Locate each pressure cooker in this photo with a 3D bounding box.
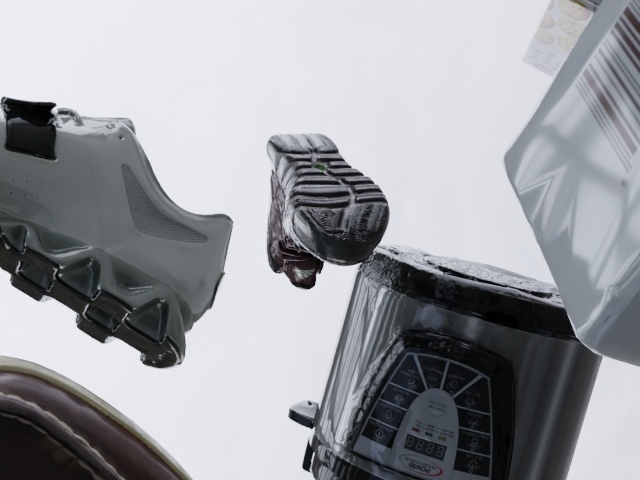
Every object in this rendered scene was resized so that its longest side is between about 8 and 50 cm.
[{"bbox_3d":[0.184,0.243,1.498,0.376,0.370,0.420,12,-82,-28],"label":"pressure cooker"}]

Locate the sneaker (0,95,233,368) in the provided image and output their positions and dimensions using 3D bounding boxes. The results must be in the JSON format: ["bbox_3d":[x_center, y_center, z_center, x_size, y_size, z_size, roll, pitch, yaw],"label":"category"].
[{"bbox_3d":[-0.213,-0.051,0.789,0.330,0.122,0.146,35,-119,-15],"label":"sneaker"}]

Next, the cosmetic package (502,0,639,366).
[{"bbox_3d":[0.350,-0.017,0.530,0.161,0.453,0.230,-100,32,-52],"label":"cosmetic package"}]

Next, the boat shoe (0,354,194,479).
[{"bbox_3d":[-0.060,0.198,0.438,0.123,0.123,0.342,-32,-80,-14],"label":"boat shoe"}]

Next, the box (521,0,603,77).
[{"bbox_3d":[0.270,-0.236,1.131,0.063,0.067,0.324,-61,-5,0],"label":"box"}]

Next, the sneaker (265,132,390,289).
[{"bbox_3d":[0.000,0.000,1.174,0.281,0.106,0.162,-113,26,-61],"label":"sneaker"}]
